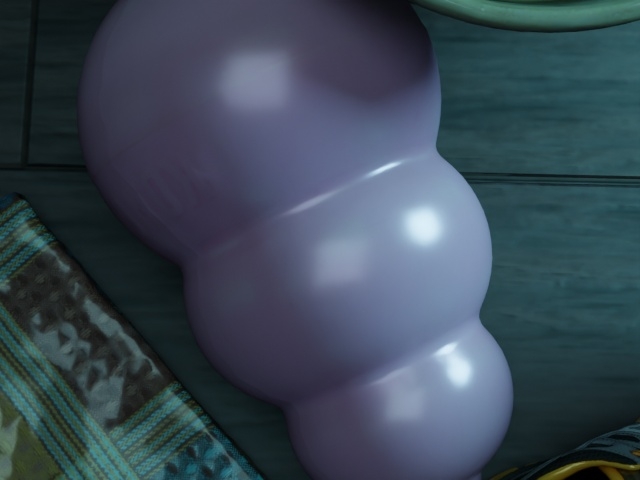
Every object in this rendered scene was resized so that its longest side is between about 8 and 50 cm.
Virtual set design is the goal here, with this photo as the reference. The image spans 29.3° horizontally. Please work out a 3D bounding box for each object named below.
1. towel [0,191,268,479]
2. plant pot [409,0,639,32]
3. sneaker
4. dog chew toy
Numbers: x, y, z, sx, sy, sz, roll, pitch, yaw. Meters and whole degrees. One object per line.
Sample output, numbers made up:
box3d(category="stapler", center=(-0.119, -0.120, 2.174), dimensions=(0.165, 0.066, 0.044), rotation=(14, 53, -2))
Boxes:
box3d(category="towel", center=(-0.244, 0.182, 0.732), dimensions=(0.370, 0.040, 0.271), rotation=(-41, 83, -7))
box3d(category="plant pot", center=(0.095, -0.277, 0.672), dimensions=(0.323, 0.280, 0.323), rotation=(-1, 100, -6))
box3d(category="sneaker", center=(0.194, 0.142, 0.716), dimensions=(0.214, 0.083, 0.084), rotation=(-23, 78, -5))
box3d(category="dog chew toy", center=(0.000, 0.000, 0.691), dimensions=(0.206, 0.206, 0.332), rotation=(-24, 88, -4))
